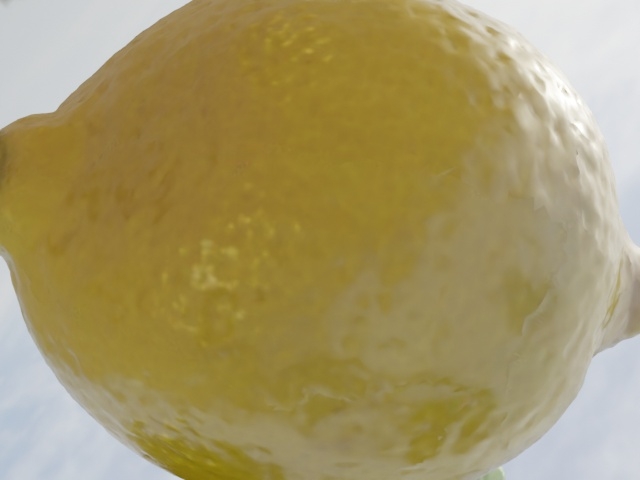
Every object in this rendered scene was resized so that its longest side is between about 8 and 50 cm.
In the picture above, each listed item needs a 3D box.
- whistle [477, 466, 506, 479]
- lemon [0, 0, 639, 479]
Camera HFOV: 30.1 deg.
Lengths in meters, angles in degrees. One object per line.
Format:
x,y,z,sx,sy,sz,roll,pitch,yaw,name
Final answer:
-0.039,0.159,0.489,0.288,0.106,0.131,-30,-138,-25,whistle
0.000,0.000,0.419,0.187,0.244,0.186,-174,-90,-85,lemon
